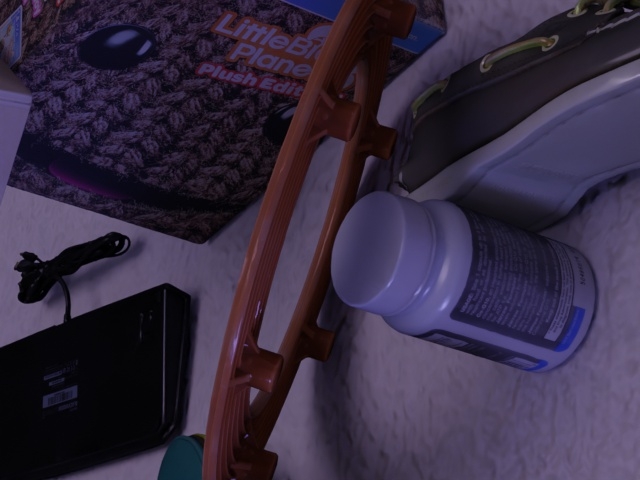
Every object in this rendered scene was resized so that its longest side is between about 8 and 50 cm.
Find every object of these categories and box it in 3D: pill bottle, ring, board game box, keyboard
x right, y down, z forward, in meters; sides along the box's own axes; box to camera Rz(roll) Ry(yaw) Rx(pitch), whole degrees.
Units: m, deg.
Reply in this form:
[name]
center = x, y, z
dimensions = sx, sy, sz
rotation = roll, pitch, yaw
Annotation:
[pill bottle]
center = 0.079, 0.022, 1.041
dimensions = 0.078, 0.137, 0.078
rotation = -30, 51, 45
[ring]
center = 0.000, 0.000, 1.104
dimensions = 0.336, 0.032, 0.336
rotation = 18, -90, -83
[board game box]
center = -0.099, -0.152, 1.300
dimensions = 0.291, 0.232, 0.141
rotation = -40, 45, 39
[keyboard]
center = -0.198, 0.089, 1.513
dimensions = 0.317, 0.033, 0.201
rotation = -20, 65, 49

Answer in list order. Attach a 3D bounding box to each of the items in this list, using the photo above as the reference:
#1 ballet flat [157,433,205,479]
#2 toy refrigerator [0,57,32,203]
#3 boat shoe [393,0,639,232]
[ballet flat]
center = -0.055, 0.187, 1.202
dimensions = 0.231, 0.077, 0.077
rotation = -142, 73, -75
[toy refrigerator]
center = -0.281, -0.106, 1.252
dimensions = 0.269, 0.094, 0.102
rotation = 44, 119, 53
[boat shoe]
center = 0.145, -0.083, 1.022
dimensions = 0.305, 0.109, 0.091
rotation = -30, 56, 51
